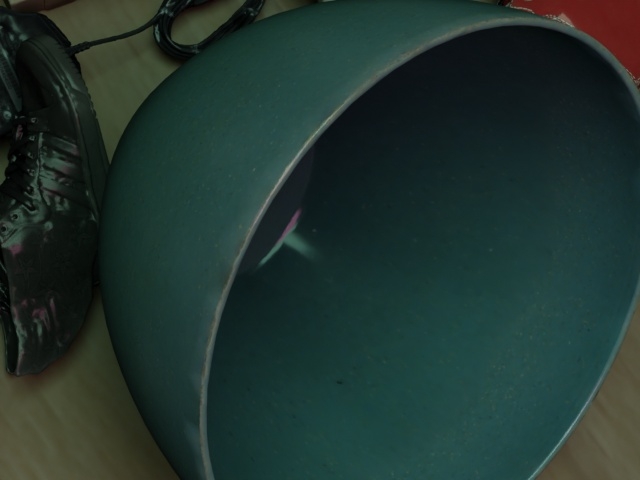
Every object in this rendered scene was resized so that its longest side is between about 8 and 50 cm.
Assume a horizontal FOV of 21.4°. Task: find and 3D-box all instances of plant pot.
[{"bbox_3d":[0.000,0.000,0.857,0.290,0.290,0.195,-41,45,-19],"label":"plant pot"}]

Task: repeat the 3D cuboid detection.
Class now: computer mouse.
[{"bbox_3d":[-0.136,-0.112,0.982,0.242,0.041,0.071,-23,90,-23],"label":"computer mouse"}]

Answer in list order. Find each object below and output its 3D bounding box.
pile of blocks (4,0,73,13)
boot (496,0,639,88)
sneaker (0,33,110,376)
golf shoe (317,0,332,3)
[{"bbox_3d":[-0.156,-0.318,1.010,0.149,0.112,0.362,2,70,-8],"label":"pile of blocks"},{"bbox_3d":[0.111,-0.178,1.015,0.244,0.088,0.176,40,71,3],"label":"boot"},{"bbox_3d":[-0.156,-0.019,0.916,0.089,0.051,0.170,-23,100,-25],"label":"sneaker"},{"bbox_3d":[-0.004,-0.180,1.013,0.086,0.067,0.186,-14,66,4],"label":"golf shoe"}]
